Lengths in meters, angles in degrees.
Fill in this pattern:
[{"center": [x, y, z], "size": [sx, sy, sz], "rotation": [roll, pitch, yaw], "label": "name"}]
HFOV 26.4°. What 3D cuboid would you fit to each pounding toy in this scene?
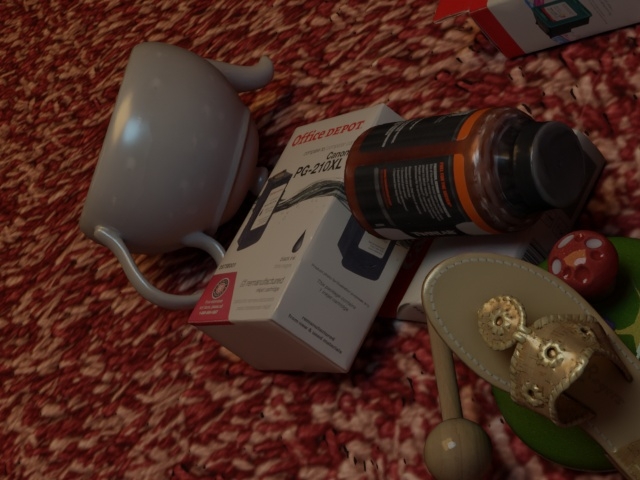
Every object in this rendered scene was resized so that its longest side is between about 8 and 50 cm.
[{"center": [0.166, 0.073, 1.000], "size": [0.237, 0.110, 0.183], "rotation": [-19, 56, 25], "label": "pounding toy"}]

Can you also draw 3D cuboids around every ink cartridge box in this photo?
[{"center": [0.121, -0.013, 1.234], "size": [0.232, 0.066, 0.189], "rotation": [8, 62, 47], "label": "ink cartridge box"}, {"center": [0.234, -0.265, 1.338], "size": [0.231, 0.078, 0.134], "rotation": [-10, 48, 43], "label": "ink cartridge box"}, {"center": [0.000, 0.000, 1.291], "size": [0.172, 0.100, 0.237], "rotation": [-8, 50, 59], "label": "ink cartridge box"}]

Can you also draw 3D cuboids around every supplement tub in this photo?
[{"center": [0.120, -0.055, 1.135], "size": [0.198, 0.106, 0.106], "rotation": [-3, 54, 47], "label": "supplement tub"}]

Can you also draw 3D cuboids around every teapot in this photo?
[{"center": [-0.151, -0.084, 1.510], "size": [0.252, 0.187, 0.256], "rotation": [-104, 34, -72], "label": "teapot"}]

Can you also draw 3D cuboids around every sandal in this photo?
[{"center": [0.175, 0.088, 0.898], "size": [0.088, 0.240, 0.079], "rotation": [-49, 0, -5], "label": "sandal"}]
